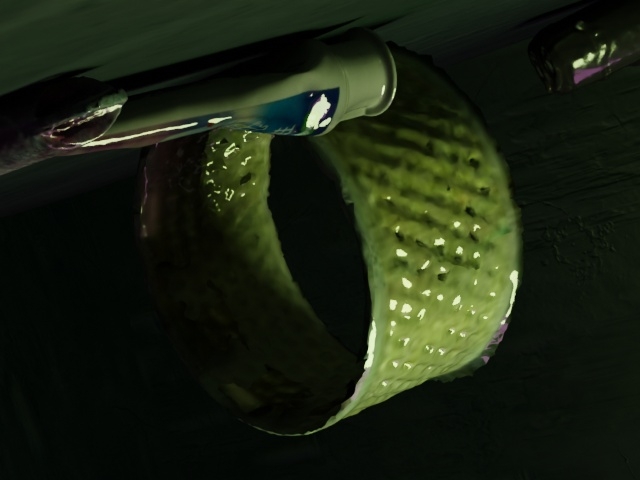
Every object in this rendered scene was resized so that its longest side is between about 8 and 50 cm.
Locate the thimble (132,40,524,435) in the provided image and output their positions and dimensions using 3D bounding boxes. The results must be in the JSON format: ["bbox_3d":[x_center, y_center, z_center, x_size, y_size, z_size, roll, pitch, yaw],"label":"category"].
[{"bbox_3d":[0.000,0.000,0.928,0.150,0.271,0.271,-19,-176,-39],"label":"thimble"}]

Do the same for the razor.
[{"bbox_3d":[0.443,-0.292,1.713,0.327,0.107,0.189,-20,-176,-1],"label":"razor"}]

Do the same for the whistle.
[{"bbox_3d":[-0.171,-0.040,0.604,0.176,0.033,0.033,-16,-175,22],"label":"whistle"}]

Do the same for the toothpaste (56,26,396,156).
[{"bbox_3d":[-0.072,-0.074,0.728,0.266,0.061,0.096,-16,-166,-37],"label":"toothpaste"}]
